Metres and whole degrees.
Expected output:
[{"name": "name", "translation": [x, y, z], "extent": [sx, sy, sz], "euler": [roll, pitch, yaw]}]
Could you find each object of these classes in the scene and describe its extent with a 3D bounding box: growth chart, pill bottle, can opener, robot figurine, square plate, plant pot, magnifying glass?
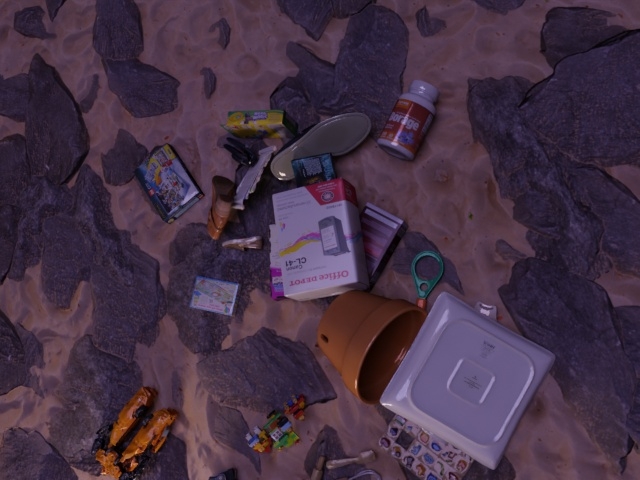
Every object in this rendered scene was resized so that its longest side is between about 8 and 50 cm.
[{"name": "growth chart", "translation": [-0.215, -0.198, 1.967], "extent": [0.237, 0.021, 0.172], "euler": [-61, 23, -2]}, {"name": "pill bottle", "translation": [0.263, -0.354, 1.831], "extent": [0.121, 0.121, 0.216], "euler": [25, 88, 22]}, {"name": "can opener", "translation": [-0.262, -0.293, 2.020], "extent": [0.059, 0.073, 0.186], "euler": [-55, 43, 10]}, {"name": "robot figurine", "translation": [-0.586, 0.617, 1.953], "extent": [0.211, 0.085, 0.291], "euler": [38, 92, 22]}, {"name": "square plate", "translation": [0.386, 0.362, 1.615], "extent": [0.347, 0.049, 0.343], "euler": [30, 87, 3]}, {"name": "plant pot", "translation": [0.128, 0.266, 1.685], "extent": [0.204, 0.291, 0.290], "euler": [29, 90, 39]}, {"name": "magnifying glass", "translation": [0.294, 0.142, 1.773], "extent": [0.092, 0.026, 0.230], "euler": [9, 80, 21]}]

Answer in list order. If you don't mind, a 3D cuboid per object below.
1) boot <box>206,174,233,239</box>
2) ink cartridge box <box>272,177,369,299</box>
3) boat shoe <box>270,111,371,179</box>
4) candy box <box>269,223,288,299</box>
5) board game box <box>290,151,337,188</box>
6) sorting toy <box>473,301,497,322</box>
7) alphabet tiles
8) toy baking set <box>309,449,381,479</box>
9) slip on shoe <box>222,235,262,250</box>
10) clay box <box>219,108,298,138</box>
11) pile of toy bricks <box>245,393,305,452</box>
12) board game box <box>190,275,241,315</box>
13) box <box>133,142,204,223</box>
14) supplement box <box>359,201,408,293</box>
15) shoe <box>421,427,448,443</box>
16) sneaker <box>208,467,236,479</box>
[{"name": "boot", "translation": [-0.334, -0.111, 2.017], "extent": [0.197, 0.073, 0.152], "euler": [-103, 30, -53]}, {"name": "ink cartridge box", "translation": [0.000, 0.000, 1.770], "extent": [0.226, 0.131, 0.305], "euler": [-13, 74, 17]}, {"name": "boat shoe", "translation": [0.000, -0.307, 1.924], "extent": [0.340, 0.127, 0.113], "euler": [-32, 26, 19]}, {"name": "candy box", "translation": [-0.069, 0.061, 1.891], "extent": [0.159, 0.071, 0.233], "euler": [-6, 78, 18]}, {"name": "board game box", "translation": [-0.008, -0.166, 1.892], "extent": [0.126, 0.026, 0.186], "euler": [-8, 106, 16]}, {"name": "sorting toy", "translation": [0.445, 0.207, 1.697], "extent": [0.083, 0.045, 0.075], "euler": [15, 77, 22]}, {"name": "alphabet tiles", "translation": [0.300, 0.548, 1.695], "extent": [0.237, 0.009, 0.198], "euler": [34, 91, 22]}, {"name": "toy baking set", "translation": [0.062, 0.690, 1.740], "extent": [0.197, 0.030, 0.256], "euler": [13, 90, 16]}, {"name": "slip on shoe", "translation": [-0.248, 0.014, 1.979], "extent": [0.136, 0.051, 0.041], "euler": [-9, 88, 12]}, {"name": "clay box", "translation": [-0.198, -0.371, 1.995], "extent": [0.222, 0.127, 0.053], "euler": [3, 80, 19]}, {"name": "pile of toy bricks", "translation": [-0.106, 0.553, 1.797], "extent": [0.212, 0.118, 0.105], "euler": [-41, 101, -2]}, {"name": "board game box", "translation": [-0.334, 0.176, 1.985], "extent": [0.154, 0.026, 0.103], "euler": [9, 82, 21]}, {"name": "box", "translation": [-0.517, -0.195, 2.116], "extent": [0.159, 0.044, 0.233], "euler": [-38, 69, 9]}, {"name": "supplement box", "translation": [0.140, 0.024, 1.823], "extent": [0.130, 0.073, 0.239], "euler": [30, 90, 23]}, {"name": "shoe", "translation": [0.290, 0.461, 1.676], "extent": [0.178, 0.063, 0.081], "euler": [36, 95, 26]}, {"name": "sneaker", "translation": [-0.240, 0.752, 1.802], "extent": [0.227, 0.086, 0.163], "euler": [3, 83, 21]}]
